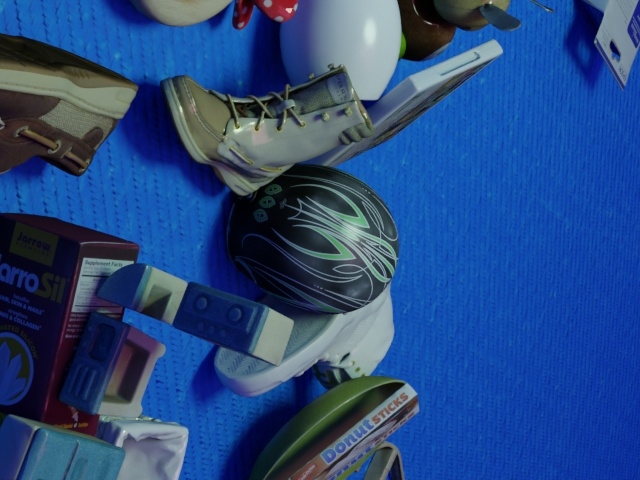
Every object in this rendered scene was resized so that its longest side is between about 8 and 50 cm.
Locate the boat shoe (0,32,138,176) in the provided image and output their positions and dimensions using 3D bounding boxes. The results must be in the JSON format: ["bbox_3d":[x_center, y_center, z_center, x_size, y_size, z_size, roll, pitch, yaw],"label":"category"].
[{"bbox_3d":[-0.262,-0.099,1.217,0.123,0.123,0.342,-65,164,8],"label":"boat shoe"}]

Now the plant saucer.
[{"bbox_3d":[0.003,0.236,1.817,0.241,0.037,0.241,-34,156,-17],"label":"plant saucer"}]

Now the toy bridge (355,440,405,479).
[{"bbox_3d":[0.080,0.299,2.062,0.063,0.026,0.188,-65,149,-14],"label":"toy bridge"}]

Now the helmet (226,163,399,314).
[{"bbox_3d":[0.000,0.000,1.645,0.169,0.161,0.169,-39,139,-45],"label":"helmet"}]

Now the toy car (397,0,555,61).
[{"bbox_3d":[0.161,-0.261,1.749,0.155,0.188,0.149,-33,132,-46],"label":"toy car"}]

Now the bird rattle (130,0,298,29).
[{"bbox_3d":[-0.105,-0.284,1.424,0.207,0.143,0.253,-40,151,-26],"label":"bird rattle"}]

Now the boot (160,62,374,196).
[{"bbox_3d":[-0.048,-0.125,1.503,0.213,0.165,0.077,43,29,-61],"label":"boot"}]

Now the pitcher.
[{"bbox_3d":[0.029,-0.251,1.627,0.178,0.125,0.207,-14,106,-71],"label":"pitcher"}]

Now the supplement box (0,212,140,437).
[{"bbox_3d":[-0.240,0.079,1.360,0.081,0.104,0.188,4,101,-58],"label":"supplement box"}]

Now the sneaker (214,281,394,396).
[{"bbox_3d":[-0.002,0.124,1.764,0.292,0.108,0.169,-41,138,-38],"label":"sneaker"}]

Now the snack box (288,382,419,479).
[{"bbox_3d":[0.040,0.235,1.798,0.178,0.022,0.064,-38,158,-11],"label":"snack box"}]

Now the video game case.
[{"bbox_3d":[0.086,-0.144,1.720,0.183,0.201,0.023,-28,84,-50],"label":"video game case"}]

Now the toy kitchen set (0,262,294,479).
[{"bbox_3d":[-0.144,0.128,1.273,0.122,0.166,0.207,28,81,-58],"label":"toy kitchen set"}]

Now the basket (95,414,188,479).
[{"bbox_3d":[-0.214,0.241,1.485,0.113,0.103,0.167,13,93,-59],"label":"basket"}]

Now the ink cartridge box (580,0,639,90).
[{"bbox_3d":[0.454,-0.401,2.271,0.165,0.065,0.333,43,67,-57],"label":"ink cartridge box"}]
